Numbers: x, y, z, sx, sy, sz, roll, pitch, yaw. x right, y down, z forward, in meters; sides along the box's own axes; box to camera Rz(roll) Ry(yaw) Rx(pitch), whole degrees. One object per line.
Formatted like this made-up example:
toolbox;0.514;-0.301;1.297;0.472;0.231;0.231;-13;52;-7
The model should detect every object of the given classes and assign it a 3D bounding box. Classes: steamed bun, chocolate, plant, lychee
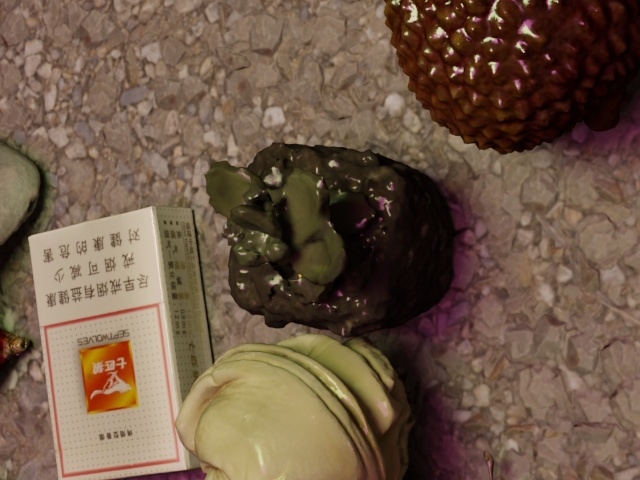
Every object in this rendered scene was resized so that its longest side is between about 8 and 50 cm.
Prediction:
steamed bun;-0.022;0.200;1.749;0.276;0.289;0.203;13;93;38
chocolate;-0.516;-0.023;2.098;0.185;0.100;0.303;24;67;37
plant;0.000;0.000;1.741;0.215;0.312;0.213;9;97;27
lychee;0.204;-0.240;1.624;0.330;0.306;0.306;44;113;-10

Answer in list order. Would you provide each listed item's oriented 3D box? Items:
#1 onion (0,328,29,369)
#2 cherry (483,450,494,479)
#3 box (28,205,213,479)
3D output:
onion;-0.490;0.149;2.128;0.194;0.159;0.160;-11;82;5
cherry;0.109;0.328;1.792;0.148;0.115;0.188;163;113;-69
box;-0.249;0.137;2.007;0.210;0.095;0.330;-12;81;30
